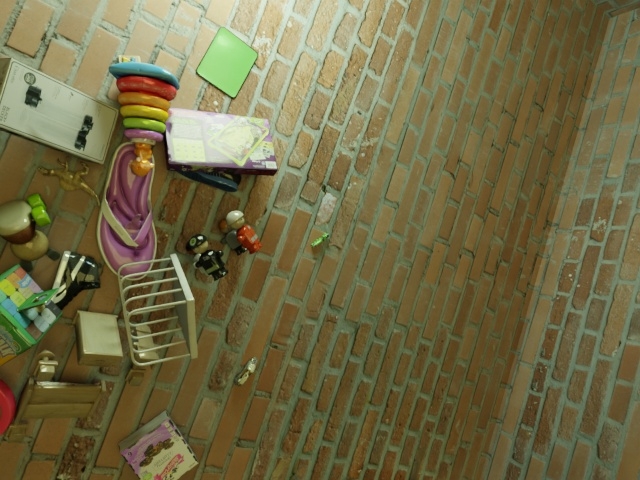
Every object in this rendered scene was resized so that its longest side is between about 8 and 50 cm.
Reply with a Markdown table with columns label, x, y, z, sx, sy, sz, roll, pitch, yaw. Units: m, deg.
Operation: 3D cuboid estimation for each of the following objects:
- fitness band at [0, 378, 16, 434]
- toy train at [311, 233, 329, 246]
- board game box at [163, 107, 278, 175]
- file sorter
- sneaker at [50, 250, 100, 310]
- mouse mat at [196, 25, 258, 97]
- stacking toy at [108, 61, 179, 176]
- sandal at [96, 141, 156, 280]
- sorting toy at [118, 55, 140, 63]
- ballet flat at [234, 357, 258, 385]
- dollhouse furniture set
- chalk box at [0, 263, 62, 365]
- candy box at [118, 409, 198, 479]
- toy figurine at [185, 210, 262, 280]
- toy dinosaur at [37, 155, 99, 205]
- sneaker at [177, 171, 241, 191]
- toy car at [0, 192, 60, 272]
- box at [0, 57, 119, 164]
| label | x | y | z | sx | sy | sz | roll | pitch | yaw |
| --- | --- | --- | --- | --- | --- | --- | --- | --- | --- |
| fitness band | -0.948 | 0.443 | 1.149 | 0.290 | 0.054 | 0.209 | -4 | 96 | -13 |
| toy train | 0.000 | 0.000 | 1.691 | 0.083 | 0.023 | 0.017 | -38 | 110 | -22 |
| board game box | -0.317 | -0.311 | 1.432 | 0.346 | 0.056 | 0.208 | -1 | 71 | -28 |
| file sorter | -0.467 | 0.194 | 1.279 | 0.173 | 0.277 | 0.193 | -9 | 118 | -25 |
| sneaker | -0.700 | 0.147 | 1.281 | 0.121 | 0.079 | 0.217 | 18 | 84 | -28 |
| mouse mat | -0.307 | -0.589 | 1.490 | 0.152 | 0.007 | 0.190 | 31 | 80 | -27 |
| stacking toy | -0.503 | -0.333 | 1.286 | 0.175 | 0.166 | 0.302 | 3 | 93 | -9 |
| sandal | -0.568 | -0.085 | 1.325 | 0.169 | 0.102 | 0.417 | -2 | 95 | -29 |
| sorting toy | -0.567 | -0.511 | 1.347 | 0.062 | 0.012 | 0.083 | -10 | 98 | -28 |
| ballet flat | -0.255 | 0.463 | 1.574 | 0.114 | 0.041 | 0.041 | -49 | 114 | -17 |
| dollhouse furniture set | -0.697 | 0.402 | 1.325 | 0.303 | 0.174 | 0.356 | 18 | 114 | -40 |
| chalk box | -0.797 | 0.194 | 1.117 | 0.288 | 0.180 | 0.179 | -32 | 110 | 2 |
| candy box | -0.511 | 0.677 | 1.428 | 0.164 | 0.070 | 0.196 | -33 | 108 | -23 |
| toy figurine | -0.314 | 0.012 | 1.413 | 0.213 | 0.209 | 0.148 | -38 | 104 | -20 |
| toy dinosaur | -0.698 | -0.179 | 1.284 | 0.183 | 0.053 | 0.093 | 30 | 93 | -18 |
| sneaker | -0.365 | -0.236 | 1.448 | 0.232 | 0.081 | 0.091 | 21 | 69 | -28 |
| toy car | -0.793 | -0.003 | 1.217 | 0.155 | 0.149 | 0.189 | -27 | 135 | -21 |
| box | -0.696 | -0.325 | 1.174 | 0.290 | 0.087 | 0.169 | 18 | 84 | -58 |
